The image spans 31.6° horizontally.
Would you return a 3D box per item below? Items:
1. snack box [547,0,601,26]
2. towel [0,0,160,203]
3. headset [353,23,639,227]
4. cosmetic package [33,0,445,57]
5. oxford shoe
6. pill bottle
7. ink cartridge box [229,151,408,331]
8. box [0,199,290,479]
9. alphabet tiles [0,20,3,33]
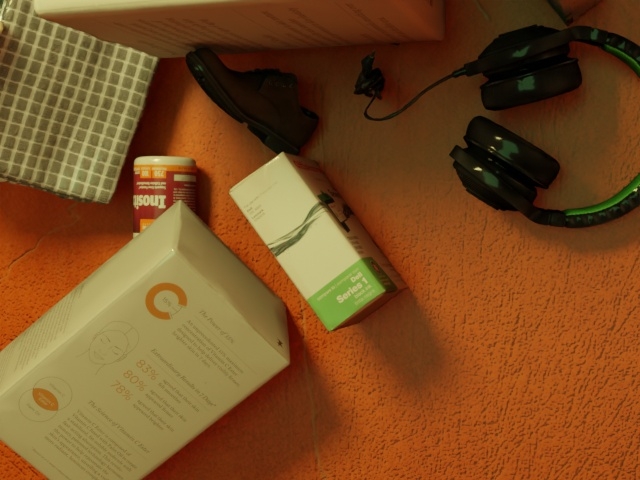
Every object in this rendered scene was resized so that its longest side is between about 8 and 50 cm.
[{"bbox_3d":[0.263,-0.357,1.344,0.070,0.207,0.174,-37,81,13],"label":"snack box"},{"bbox_3d":[-0.350,-0.197,1.494,0.121,0.235,0.283,26,99,53],"label":"towel"},{"bbox_3d":[0.237,-0.156,1.414,0.394,0.185,0.243,12,98,0],"label":"headset"},{"bbox_3d":[-0.079,-0.398,1.292,0.394,0.329,0.327,-1,91,15],"label":"cosmetic package"},{"bbox_3d":[-0.084,-0.194,1.454,0.096,0.227,0.083,-49,48,6],"label":"oxford shoe"},{"bbox_3d":[-0.212,-0.037,1.544,0.086,0.086,0.151,0,90,16],"label":"pill bottle"},{"bbox_3d":[0.000,0.000,1.446,0.093,0.160,0.219,-38,81,12],"label":"ink cartridge box"},{"bbox_3d":[-0.238,0.152,1.470,0.345,0.168,0.215,-39,111,13],"label":"box"},{"bbox_3d":[-0.493,-0.258,1.472,0.284,0.021,0.277,35,108,45],"label":"alphabet tiles"}]
